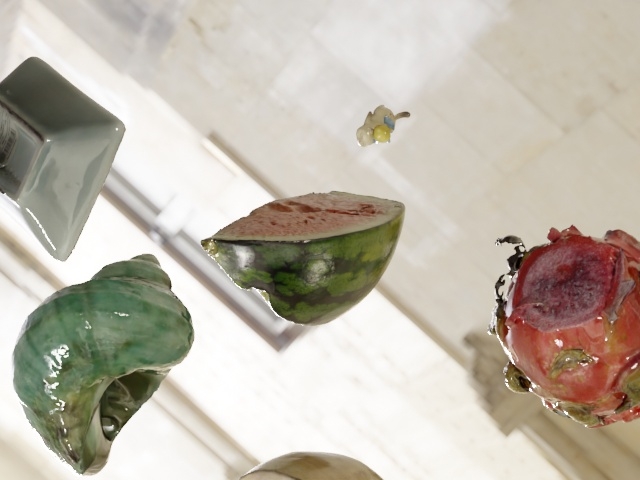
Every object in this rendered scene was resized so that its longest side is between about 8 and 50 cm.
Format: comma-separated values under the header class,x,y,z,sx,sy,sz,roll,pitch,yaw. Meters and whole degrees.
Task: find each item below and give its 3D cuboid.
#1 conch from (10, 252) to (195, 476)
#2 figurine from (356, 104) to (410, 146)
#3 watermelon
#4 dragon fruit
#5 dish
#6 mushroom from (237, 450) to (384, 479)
class,x,y,z,sx,sy,sz,roll,pitch,yaw
conch,-0.190,0.102,1.293,0.188,0.122,0.176,-44,143,-7
figurine,0.093,-0.169,2.179,0.050,0.047,0.083,2,-139,43
watermelon,0.008,0.027,1.645,0.303,0.159,0.128,-26,120,-60
dragon fruit,0.369,0.133,1.999,0.269,0.291,0.250,-2,-123,26
dish,-0.346,-0.106,1.716,0.243,0.080,0.182,36,-74,45
mushroom,0.023,0.324,1.424,0.195,0.254,0.189,-4,-174,38
